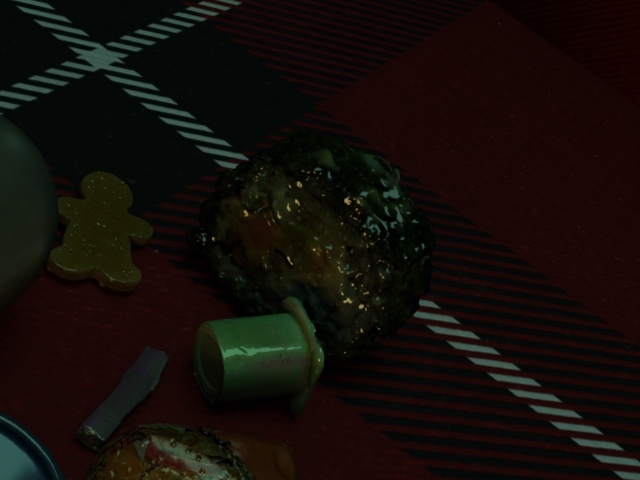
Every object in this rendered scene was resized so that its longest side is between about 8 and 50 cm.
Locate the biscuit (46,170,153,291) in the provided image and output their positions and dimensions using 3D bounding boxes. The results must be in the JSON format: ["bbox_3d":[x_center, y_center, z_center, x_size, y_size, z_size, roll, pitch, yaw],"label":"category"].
[{"bbox_3d":[-0.332,-0.015,2.076,0.158,0.035,0.240,20,38,-16],"label":"biscuit"}]

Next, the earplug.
[{"bbox_3d":[-0.515,-0.016,1.729,0.313,0.312,0.394,34,36,6],"label":"earplug"}]

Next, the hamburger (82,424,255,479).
[{"bbox_3d":[-0.181,0.325,1.660,0.231,0.107,0.230,1,78,-3],"label":"hamburger"}]

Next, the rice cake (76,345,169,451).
[{"bbox_3d":[-0.262,0.209,1.859,0.047,0.036,0.206,41,37,-2],"label":"rice cake"}]

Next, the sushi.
[{"bbox_3d":[0.000,0.000,2.067,0.352,0.294,0.178,40,34,16],"label":"sushi"}]

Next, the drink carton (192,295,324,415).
[{"bbox_3d":[-0.097,0.163,1.946,0.142,0.146,0.144,-4,47,-25],"label":"drink carton"}]

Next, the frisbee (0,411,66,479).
[{"bbox_3d":[-0.434,0.311,1.613,0.290,0.049,0.289,19,42,-18],"label":"frisbee"}]

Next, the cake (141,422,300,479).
[{"bbox_3d":[-0.129,0.302,1.793,0.287,0.098,0.135,24,38,-15],"label":"cake"}]
